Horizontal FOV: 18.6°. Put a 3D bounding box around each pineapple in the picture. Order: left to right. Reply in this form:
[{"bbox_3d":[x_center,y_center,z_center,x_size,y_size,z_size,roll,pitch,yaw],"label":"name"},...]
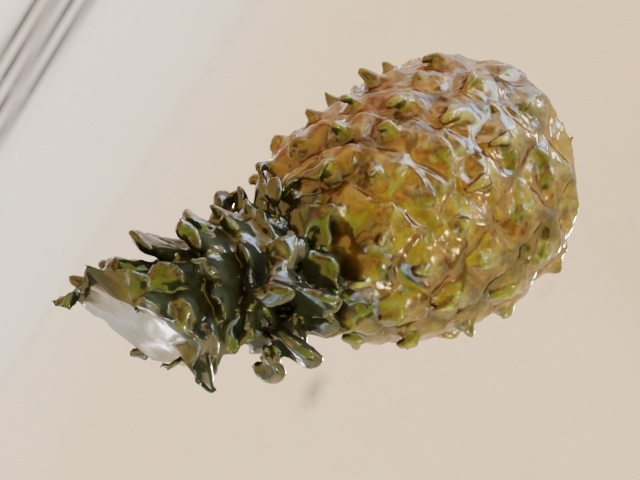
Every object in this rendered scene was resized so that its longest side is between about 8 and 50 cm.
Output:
[{"bbox_3d":[0.000,0.000,1.016,0.279,0.157,0.158,-23,-175,-35],"label":"pineapple"}]
